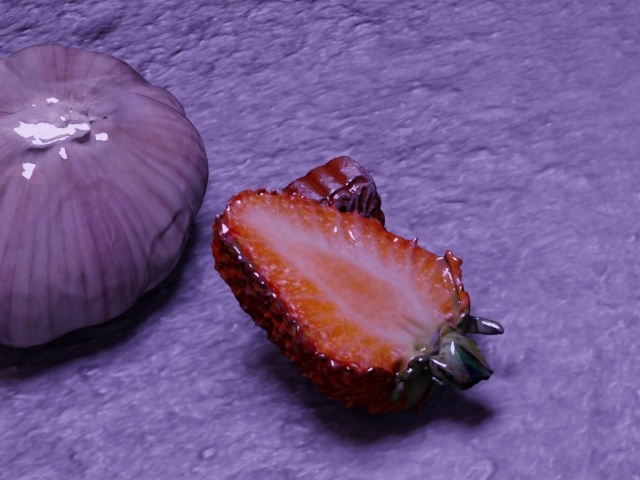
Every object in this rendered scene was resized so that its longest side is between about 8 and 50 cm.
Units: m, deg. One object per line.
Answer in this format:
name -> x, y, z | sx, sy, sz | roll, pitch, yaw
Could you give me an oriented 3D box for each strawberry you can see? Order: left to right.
strawberry -> 0.023, 0.065, 1.795 | 0.286, 0.106, 0.188 | 33, 49, 5

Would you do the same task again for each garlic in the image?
garlic -> -0.262, -0.061, 1.929 | 0.317, 0.259, 0.317 | 3, 68, -7

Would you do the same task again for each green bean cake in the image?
green bean cake -> 0.000, 0.000, 1.891 | 0.135, 0.135, 0.056 | -30, 42, -16
